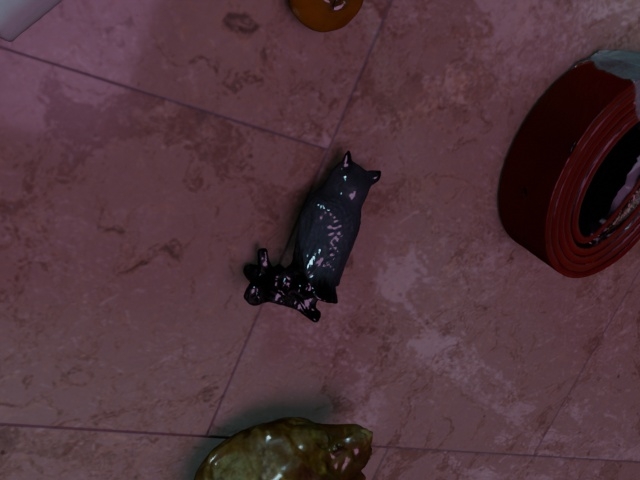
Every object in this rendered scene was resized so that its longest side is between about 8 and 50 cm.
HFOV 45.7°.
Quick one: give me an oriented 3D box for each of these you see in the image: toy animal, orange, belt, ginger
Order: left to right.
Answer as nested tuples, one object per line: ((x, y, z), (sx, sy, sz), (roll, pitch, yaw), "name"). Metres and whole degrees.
((-0.066, 0.386, 1.061), (0.274, 0.152, 0.357), (23, 105, -35), "ginger")
((0.003, -0.002, 0.912), (0.121, 0.117, 0.210), (22, 106, -28), "toy animal")
((0.009, -0.261, 0.807), (0.086, 0.062, 0.086), (-13, 124, -20), "orange")
((0.386, -0.112, 1.053), (0.227, 0.115, 0.324), (15, 108, -34), "belt")

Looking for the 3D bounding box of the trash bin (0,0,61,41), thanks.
((-0.168, -0.337, 0.545), (0.367, 0.296, 0.256), (-41, 128, 5), "trash bin")
